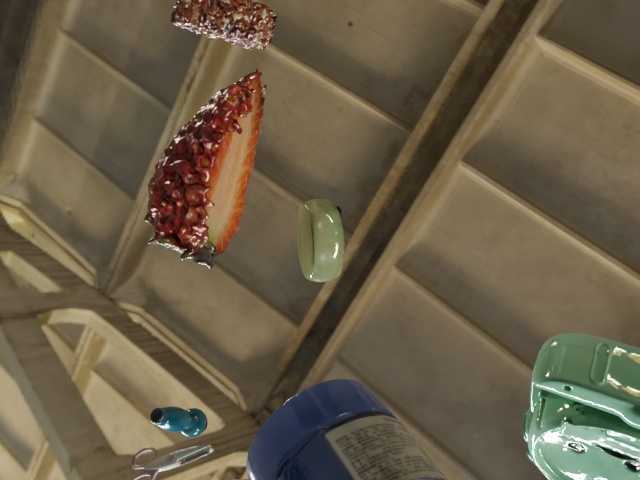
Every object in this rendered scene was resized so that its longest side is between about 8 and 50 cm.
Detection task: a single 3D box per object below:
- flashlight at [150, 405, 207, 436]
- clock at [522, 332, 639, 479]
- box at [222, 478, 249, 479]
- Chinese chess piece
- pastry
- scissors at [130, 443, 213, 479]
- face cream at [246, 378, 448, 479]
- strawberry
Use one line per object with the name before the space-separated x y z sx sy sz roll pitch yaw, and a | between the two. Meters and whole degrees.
flashlight | -0.241 0.306 1.006 0.051 0.129 0.051 -9 -117 19
clock | 0.237 0.162 0.467 0.148 0.060 0.188 15 -43 23
box | -0.135 0.698 1.234 0.300 0.312 0.313 -10 -95 18
Chinese chess piece | 0.000 0.000 1.009 0.144 0.059 0.143 176 -90 -77
pastry | -0.197 -0.458 1.208 0.115 0.209 0.097 176 -76 -74
scissors | -0.268 0.395 1.047 0.176 0.022 0.085 -23 -138 16
face cream | 0.043 0.372 0.882 0.225 0.249 0.248 42 -65 49
strawberry | -0.179 -0.116 0.910 0.138 0.233 0.306 15 -94 3
